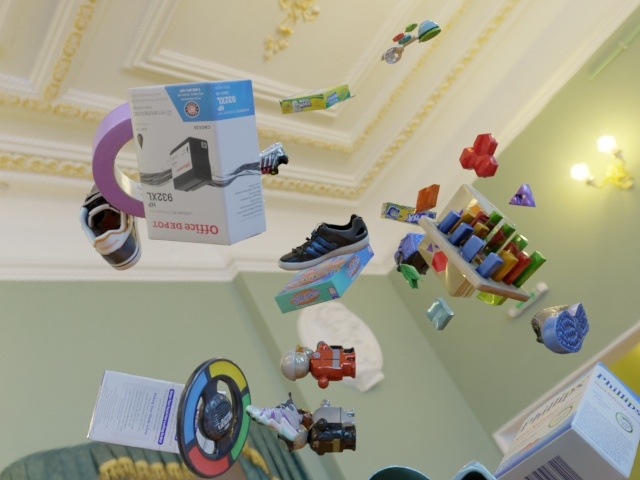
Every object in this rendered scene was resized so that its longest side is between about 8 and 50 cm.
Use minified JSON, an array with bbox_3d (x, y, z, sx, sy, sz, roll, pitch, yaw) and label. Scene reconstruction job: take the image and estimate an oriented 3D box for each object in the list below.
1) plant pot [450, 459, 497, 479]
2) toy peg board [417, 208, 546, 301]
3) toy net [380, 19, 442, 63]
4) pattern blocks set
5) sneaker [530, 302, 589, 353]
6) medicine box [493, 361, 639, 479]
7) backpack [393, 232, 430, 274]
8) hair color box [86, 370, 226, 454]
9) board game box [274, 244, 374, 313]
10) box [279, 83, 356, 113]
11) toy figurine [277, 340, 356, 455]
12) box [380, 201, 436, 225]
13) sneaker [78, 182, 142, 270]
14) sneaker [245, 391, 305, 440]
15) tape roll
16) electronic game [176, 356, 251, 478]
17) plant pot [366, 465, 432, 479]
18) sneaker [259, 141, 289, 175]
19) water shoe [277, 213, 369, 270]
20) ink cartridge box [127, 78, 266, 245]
[{"bbox_3d":[0.275,0.560,1.097,0.248,0.247,0.252,-44,-29,-5],"label":"plant pot"},{"bbox_3d":[0.266,0.007,1.032,0.160,0.161,0.079,15,-60,-45],"label":"toy peg board"},{"bbox_3d":[0.237,-0.553,1.848,0.122,0.045,0.232,-27,-1,-32],"label":"toy net"},{"bbox_3d":[0.265,-0.003,1.195,0.026,0.285,0.325,4,-40,-37],"label":"pattern blocks set"},{"bbox_3d":[0.435,0.169,1.210,0.090,0.081,0.232,-21,-9,31],"label":"sneaker"},{"bbox_3d":[0.557,0.452,1.443,0.289,0.149,0.263,-30,-20,-52],"label":"medicine box"},{"bbox_3d":[0.261,0.027,1.766,0.098,0.101,0.120,2,-30,-22],"label":"backpack"},{"bbox_3d":[-0.450,0.481,1.793,0.339,0.185,0.110,15,-17,-16],"label":"hair color box"},{"bbox_3d":[0.012,0.079,1.456,0.160,0.047,0.210,-19,15,31],"label":"board game box"},{"bbox_3d":[-0.006,-0.356,1.632,0.105,0.179,0.043,-32,-63,-42],"label":"box"},{"bbox_3d":[-0.004,0.305,1.279,0.148,0.213,0.209,0,-2,2],"label":"toy figurine"},{"bbox_3d":[0.282,-0.081,2.081,0.169,0.054,0.059,11,-1,-9],"label":"box"},{"bbox_3d":[-0.533,-0.078,1.632,0.126,0.321,0.127,-29,-40,-1],"label":"sneaker"},{"bbox_3d":[-0.070,0.274,1.052,0.038,0.098,0.069,-19,38,60],"label":"sneaker"},{"bbox_3d":[-0.389,-0.188,1.512,0.275,0.090,0.275,-9,-53,-12],"label":"tape roll"},{"bbox_3d":[-0.203,0.344,1.264,0.048,0.229,0.229,-3,-19,26],"label":"electronic game"},{"bbox_3d":[0.199,0.819,1.796,0.293,0.293,0.235,-8,-41,-34],"label":"plant pot"},{"bbox_3d":[-0.157,-0.210,1.856,0.170,0.075,0.063,-39,-10,-22],"label":"sneaker"},{"bbox_3d":[0.000,0.000,1.366,0.203,0.073,0.080,-18,-70,-4],"label":"water shoe"},{"bbox_3d":[-0.242,-0.155,1.283,0.129,0.223,0.307,-27,-64,-55],"label":"ink cartridge box"}]
